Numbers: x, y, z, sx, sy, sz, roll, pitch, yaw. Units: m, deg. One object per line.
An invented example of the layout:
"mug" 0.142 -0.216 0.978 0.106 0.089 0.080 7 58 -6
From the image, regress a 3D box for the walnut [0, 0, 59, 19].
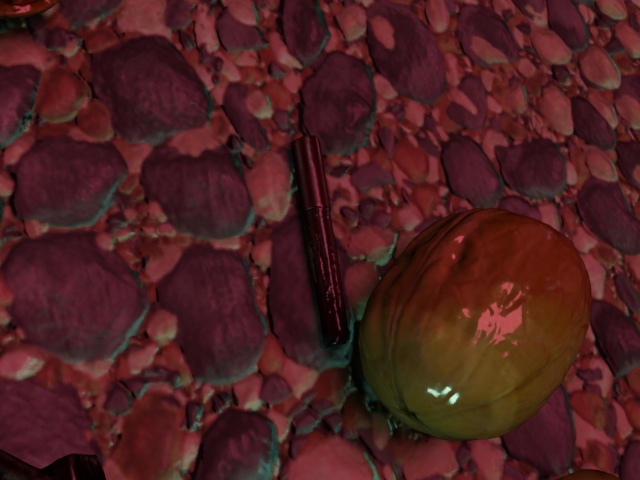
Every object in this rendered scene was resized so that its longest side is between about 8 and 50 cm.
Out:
"walnut" -0.240 -0.193 0.693 0.121 0.052 0.091 -6 75 -32

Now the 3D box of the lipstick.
"lipstick" 0.001 0.000 0.785 0.027 0.027 0.176 2 70 -33

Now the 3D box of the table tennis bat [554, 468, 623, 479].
"table tennis bat" 0.186 0.319 0.762 0.369 0.054 0.224 -13 79 -40

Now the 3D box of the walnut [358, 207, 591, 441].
"walnut" 0.119 0.064 0.748 0.165 0.165 0.197 42 56 -12

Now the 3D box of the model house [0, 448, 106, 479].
"model house" -0.186 0.189 0.490 0.164 0.203 0.141 32 17 14
